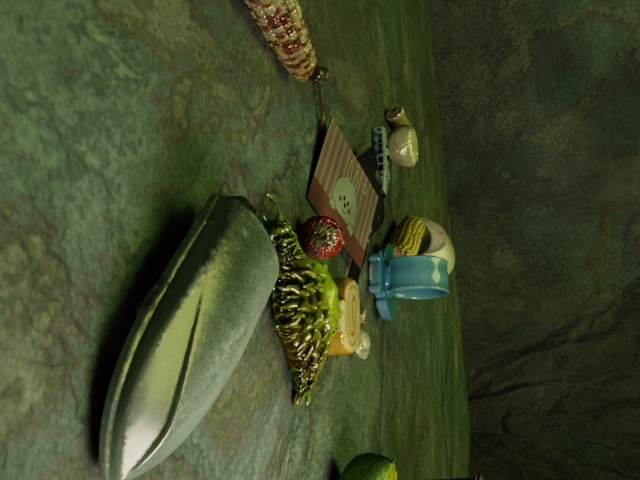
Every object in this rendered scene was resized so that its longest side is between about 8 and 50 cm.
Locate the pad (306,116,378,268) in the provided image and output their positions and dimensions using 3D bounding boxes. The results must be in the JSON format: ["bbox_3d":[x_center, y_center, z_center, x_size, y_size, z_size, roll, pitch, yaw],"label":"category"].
[{"bbox_3d":[0.058,-0.092,1.191,0.300,0.005,0.202,52,47,-50],"label":"pad"}]

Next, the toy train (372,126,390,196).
[{"bbox_3d":[0.168,-0.211,1.538,0.043,0.047,0.207,32,56,-65],"label":"toy train"}]

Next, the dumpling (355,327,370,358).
[{"bbox_3d":[0.083,0.224,1.240,0.059,0.043,0.077,22,68,-44],"label":"dumpling"}]

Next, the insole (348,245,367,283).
[{"bbox_3d":[0.088,0.051,1.332,0.253,0.005,0.086,-73,151,-46],"label":"insole"}]

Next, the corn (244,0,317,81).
[{"bbox_3d":[-0.057,-0.342,0.879,0.237,0.079,0.079,50,41,-61],"label":"corn"}]

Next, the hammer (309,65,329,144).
[{"bbox_3d":[0.010,-0.202,1.131,0.058,0.029,0.292,-32,118,-66],"label":"hammer"}]

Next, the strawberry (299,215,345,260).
[{"bbox_3d":[0.000,0.000,0.993,0.096,0.083,0.083,137,-43,-69],"label":"strawberry"}]

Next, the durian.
[{"bbox_3d":[-0.026,0.097,0.862,0.132,0.106,0.375,-60,147,-66],"label":"durian"}]

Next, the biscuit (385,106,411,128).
[{"bbox_3d":[0.261,-0.382,1.806,0.055,0.061,0.219,69,17,14],"label":"biscuit"}]

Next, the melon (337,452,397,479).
[{"bbox_3d":[0.067,0.527,1.045,0.169,0.129,0.265,-40,131,-39],"label":"melon"}]

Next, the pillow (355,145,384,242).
[{"bbox_3d":[0.116,-0.115,1.361,0.141,0.055,0.208,-46,130,-56],"label":"pillow"}]

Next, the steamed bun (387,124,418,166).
[{"bbox_3d":[0.245,-0.286,1.700,0.112,0.091,0.130,-58,139,-55],"label":"steamed bun"}]

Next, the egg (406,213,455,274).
[{"bbox_3d":[0.387,0.044,1.940,0.206,0.161,0.271,64,31,-45],"label":"egg"}]

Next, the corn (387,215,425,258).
[{"bbox_3d":[0.256,0.001,1.679,0.244,0.093,0.093,-52,135,-61],"label":"corn"}]

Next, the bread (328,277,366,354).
[{"bbox_3d":[0.038,0.145,1.073,0.122,0.073,0.149,9,78,-68],"label":"bread"}]

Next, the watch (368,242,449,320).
[{"bbox_3d":[0.237,0.100,1.461,0.211,0.193,0.211,-5,90,-72],"label":"watch"}]

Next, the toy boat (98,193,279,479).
[{"bbox_3d":[-0.136,0.094,0.581,0.141,0.092,0.319,68,34,-43],"label":"toy boat"}]

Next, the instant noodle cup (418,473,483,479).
[{"bbox_3d":[0.233,0.692,1.248,0.340,0.266,0.340,-4,90,-70],"label":"instant noodle cup"}]
